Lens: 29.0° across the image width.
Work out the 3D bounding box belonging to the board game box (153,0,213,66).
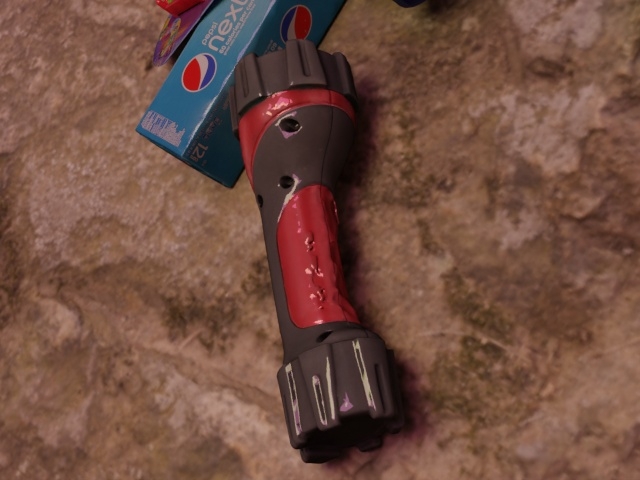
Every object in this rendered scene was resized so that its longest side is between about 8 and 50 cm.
[{"bbox_3d":[-0.111,-0.232,1.068,0.168,0.033,0.133,-46,24,28],"label":"board game box"}]

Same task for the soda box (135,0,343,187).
[{"bbox_3d":[-0.062,-0.156,1.033,0.067,0.071,0.210,31,89,38],"label":"soda box"}]

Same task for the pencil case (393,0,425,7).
[{"bbox_3d":[0.006,-0.317,0.992,0.306,0.133,0.119,46,110,23],"label":"pencil case"}]

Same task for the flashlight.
[{"bbox_3d":[0.000,0.000,0.915,0.103,0.103,0.304,-16,62,8],"label":"flashlight"}]
